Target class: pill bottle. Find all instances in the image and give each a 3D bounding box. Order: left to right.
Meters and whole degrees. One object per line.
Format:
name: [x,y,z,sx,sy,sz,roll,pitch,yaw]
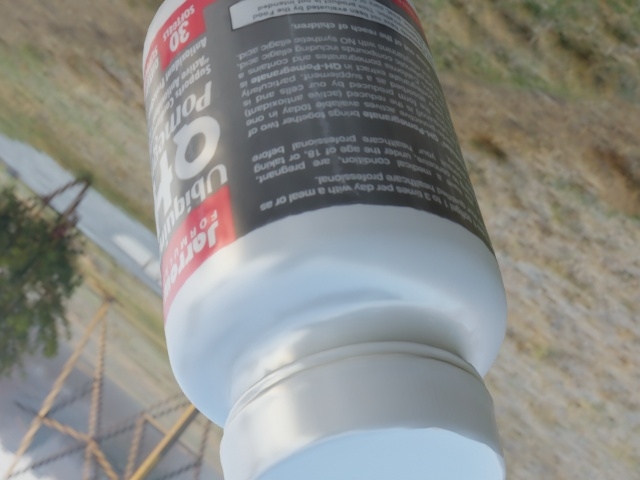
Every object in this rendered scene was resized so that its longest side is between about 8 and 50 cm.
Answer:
pill bottle: [0.000,0.000,0.664,0.176,0.176,0.318,52,-160,-48]
